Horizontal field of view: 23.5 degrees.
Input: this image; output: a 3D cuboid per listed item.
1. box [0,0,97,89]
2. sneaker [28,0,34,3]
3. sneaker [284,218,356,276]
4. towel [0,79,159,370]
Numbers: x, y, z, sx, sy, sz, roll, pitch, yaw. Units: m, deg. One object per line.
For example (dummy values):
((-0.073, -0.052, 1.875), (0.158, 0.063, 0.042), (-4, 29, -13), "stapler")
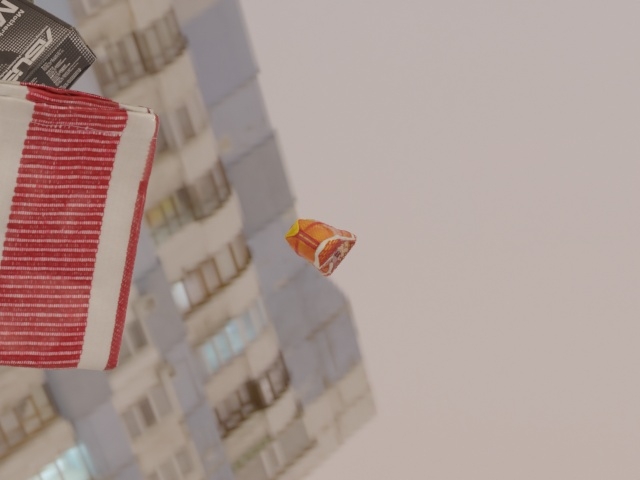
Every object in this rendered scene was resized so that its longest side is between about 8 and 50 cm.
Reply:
((-0.402, -0.153, 1.644), (0.216, 0.060, 0.270), (32, -104, 36), "box")
((-0.381, -0.301, 1.837), (0.061, 0.053, 0.152), (-20, -115, 21), "sneaker")
((0.000, 0.000, 1.841), (0.067, 0.175, 0.064), (37, -92, 12), "sneaker")
((-0.299, -0.019, 1.243), (0.329, 0.237, 0.037), (9, -175, -27), "towel")
